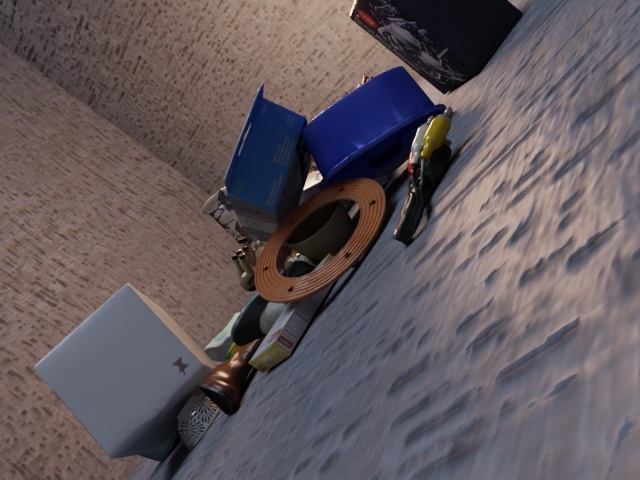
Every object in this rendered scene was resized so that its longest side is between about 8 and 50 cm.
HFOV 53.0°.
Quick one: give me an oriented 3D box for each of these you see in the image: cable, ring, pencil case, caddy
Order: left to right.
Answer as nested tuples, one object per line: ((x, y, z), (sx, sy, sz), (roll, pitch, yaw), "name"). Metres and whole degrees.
((-0.228, -0.029, 2.253), (0.160, 0.410, 0.183), (-44, -5, -30), "pencil case")
((0.000, 0.000, 1.339), (0.337, 0.032, 0.336), (-30, 32, 20), "ring")
((0.124, -0.237, 1.478), (0.341, 0.179, 0.241), (-33, -7, 8), "caddy")
((0.147, -0.093, 1.043), (0.287, 0.072, 0.139), (-58, 1, -38), "cable")

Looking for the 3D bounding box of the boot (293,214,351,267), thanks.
((-0.004, 0.022, 1.724), (0.213, 0.077, 0.165), (-58, 4, -40), "boot")

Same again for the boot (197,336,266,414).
((-0.155, 0.275, 1.518), (0.280, 0.096, 0.264), (-44, -1, -16), "boot")

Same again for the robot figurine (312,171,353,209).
((0.023, -0.150, 2.134), (0.278, 0.209, 0.173), (-50, 35, 34), "robot figurine")

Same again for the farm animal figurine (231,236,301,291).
((-0.135, 0.054, 1.931), (0.330, 0.172, 0.327), (-29, 14, -26), "farm animal figurine")

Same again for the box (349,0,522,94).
((0.266, -0.557, 1.588), (0.179, 0.343, 0.312), (-52, 4, 0), "box")

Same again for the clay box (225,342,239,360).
((-0.232, 0.306, 2.025), (0.222, 0.053, 0.127), (-53, 4, -2), "clay box")

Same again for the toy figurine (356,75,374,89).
((0.188, -0.359, 1.798), (0.209, 0.213, 0.148), (-58, -11, -73), "toy figurine")

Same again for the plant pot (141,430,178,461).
((-0.559, 0.586, 2.153), (0.247, 0.248, 0.252), (-65, -11, -69), "plant pot")

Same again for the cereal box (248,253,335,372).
((-0.050, 0.154, 1.343), (0.240, 0.047, 0.173), (-57, 6, -32), "cereal box")

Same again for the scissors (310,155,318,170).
((-0.002, -0.239, 1.662), (0.109, 0.021, 0.297), (-23, -11, 6), "scissors")

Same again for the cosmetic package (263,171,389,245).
((0.010, -0.144, 1.798), (0.377, 0.097, 0.284), (-27, 14, 14), "cosmetic package")

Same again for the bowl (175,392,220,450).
((-0.329, 0.460, 1.699), (0.170, 0.080, 0.170), (-52, 5, 6), "bowl")

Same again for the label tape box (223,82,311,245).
((-0.111, -0.162, 1.496), (0.347, 0.115, 0.249), (88, -162, -71), "label tape box")

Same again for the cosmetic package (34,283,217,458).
((-0.512, 0.379, 1.828), (0.329, 0.327, 0.393), (-43, -12, -12), "cosmetic package")

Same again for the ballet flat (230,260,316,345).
((-0.092, 0.142, 1.489), (0.096, 0.095, 0.280), (11, 45, 35), "ballet flat")

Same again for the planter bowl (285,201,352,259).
((0.007, -0.017, 1.498), (0.162, 0.109, 0.162), (-31, 30, 20), "planter bowl")

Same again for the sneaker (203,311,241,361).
((-0.343, 0.364, 2.443), (0.256, 0.094, 0.151), (-36, 21, 42), "sneaker")
